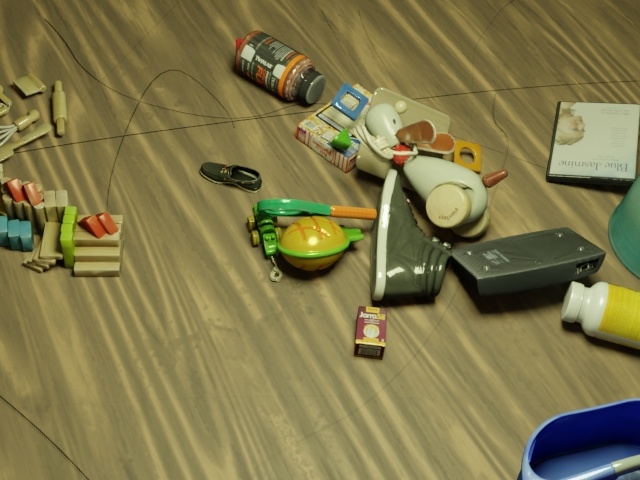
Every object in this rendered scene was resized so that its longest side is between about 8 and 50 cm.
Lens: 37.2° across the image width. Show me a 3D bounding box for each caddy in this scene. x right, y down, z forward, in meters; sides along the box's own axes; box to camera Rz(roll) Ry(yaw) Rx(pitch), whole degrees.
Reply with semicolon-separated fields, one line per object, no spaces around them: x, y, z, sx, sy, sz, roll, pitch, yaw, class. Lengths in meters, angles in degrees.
0.468;0.378;1.473;0.341;0.179;0.241;-9;53;-14;caddy

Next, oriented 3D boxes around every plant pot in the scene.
0.726;-0.073;1.828;0.271;0.255;0.272;3;51;-3;plant pot

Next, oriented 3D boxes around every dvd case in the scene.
0.592;-0.213;2.054;0.180;0.022;0.253;5;48;17;dvd case

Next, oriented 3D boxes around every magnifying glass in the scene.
-0.007;-0.056;1.801;0.231;0.092;0.026;2;82;-16;magnifying glass

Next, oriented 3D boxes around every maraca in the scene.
0.000;0.000;1.794;0.127;0.099;0.185;19;27;37;maraca

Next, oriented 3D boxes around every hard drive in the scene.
0.383;0.039;1.782;0.254;0.054;0.172;-11;21;-11;hard drive

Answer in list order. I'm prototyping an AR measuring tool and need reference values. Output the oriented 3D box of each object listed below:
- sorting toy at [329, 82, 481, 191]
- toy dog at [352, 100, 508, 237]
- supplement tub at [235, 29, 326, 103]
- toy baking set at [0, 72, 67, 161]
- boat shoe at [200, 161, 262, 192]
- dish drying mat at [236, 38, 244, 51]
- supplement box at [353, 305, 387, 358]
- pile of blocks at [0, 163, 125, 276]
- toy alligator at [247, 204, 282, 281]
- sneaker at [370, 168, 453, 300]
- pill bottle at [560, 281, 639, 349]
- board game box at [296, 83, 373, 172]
0.171;-0.201;1.981;0.347;0.047;0.196;21;65;-11;sorting toy
0.233;-0.159;1.841;0.334;0.161;0.220;48;16;0;toy dog
-0.085;-0.377;2.093;0.198;0.106;0.106;33;54;21;supplement tub
-0.626;-0.254;1.987;0.197;0.030;0.256;-12;52;-12;toy baking set
-0.181;-0.137;1.925;0.133;0.042;0.049;18;53;11;boat shoe
-0.179;-0.438;2.198;0.032;0.008;0.083;1;49;-6;dish drying mat
0.090;0.164;1.699;0.055;0.043;0.083;5;49;0;supplement box
-0.528;-0.042;1.762;0.362;0.112;0.149;19;51;10;pile of blocks
-0.101;-0.010;1.819;0.056;0.051;0.190;-9;52;-12;toy alligator
0.176;-0.006;1.820;0.147;0.104;0.296;7;54;-4;sneaker
0.539;0.134;1.732;0.184;0.103;0.103;16;50;6;pill bottle
0.067;-0.244;2.036;0.147;0.045;0.193;38;56;23;board game box
